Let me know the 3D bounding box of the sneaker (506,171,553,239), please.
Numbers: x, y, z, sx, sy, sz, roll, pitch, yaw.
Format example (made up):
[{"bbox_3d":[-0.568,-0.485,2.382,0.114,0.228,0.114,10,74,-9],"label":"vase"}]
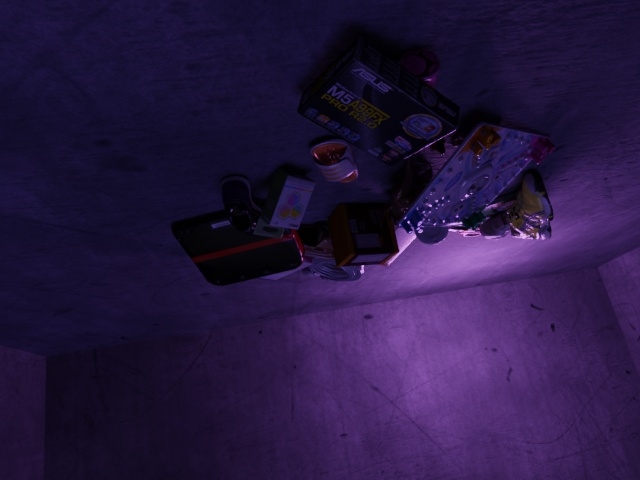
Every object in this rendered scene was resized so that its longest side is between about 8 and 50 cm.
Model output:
[{"bbox_3d":[0.776,-0.106,1.793,0.147,0.145,0.385,-11,144,19],"label":"sneaker"}]

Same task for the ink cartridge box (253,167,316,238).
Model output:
[{"bbox_3d":[-0.104,-0.093,1.387,0.108,0.062,0.209,8,111,-44],"label":"ink cartridge box"}]

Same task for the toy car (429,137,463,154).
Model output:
[{"bbox_3d":[0.352,-0.258,1.349,0.121,0.060,0.040,2,160,-34],"label":"toy car"}]

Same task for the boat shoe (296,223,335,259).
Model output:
[{"bbox_3d":[0.000,0.000,1.800,0.324,0.123,0.116,-3,155,-21],"label":"boat shoe"}]

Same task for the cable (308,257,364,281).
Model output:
[{"bbox_3d":[0.060,0.089,1.994,0.256,0.089,0.257,7,154,22],"label":"cable"}]

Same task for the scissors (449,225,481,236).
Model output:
[{"bbox_3d":[0.624,-0.039,2.161,0.296,0.021,0.109,-3,161,-24],"label":"scissors"}]

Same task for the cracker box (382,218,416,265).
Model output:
[{"bbox_3d":[0.280,-0.005,1.889,0.155,0.067,0.232,13,127,-47],"label":"cracker box"}]

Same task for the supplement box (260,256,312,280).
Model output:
[{"bbox_3d":[-0.154,0.073,1.933,0.220,0.111,0.113,-24,157,35],"label":"supplement box"}]

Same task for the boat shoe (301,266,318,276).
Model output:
[{"bbox_3d":[0.020,0.097,2.162,0.227,0.079,0.081,-15,152,-2],"label":"boat shoe"}]

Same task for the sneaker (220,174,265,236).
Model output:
[{"bbox_3d":[-0.232,-0.061,1.428,0.107,0.124,0.283,-11,150,5],"label":"sneaker"}]

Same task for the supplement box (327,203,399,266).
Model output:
[{"bbox_3d":[0.150,-0.020,1.709,0.194,0.192,0.129,-2,159,-21],"label":"supplement box"}]

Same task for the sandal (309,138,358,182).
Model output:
[{"bbox_3d":[0.057,-0.198,1.335,0.101,0.076,0.265,-17,160,16],"label":"sandal"}]

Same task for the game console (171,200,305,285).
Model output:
[{"bbox_3d":[-0.269,0.015,1.662,0.386,0.060,0.342,-14,136,7],"label":"game console"}]

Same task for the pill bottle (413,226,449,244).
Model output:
[{"bbox_3d":[0.402,-0.063,1.732,0.119,0.119,0.208,-17,-172,17],"label":"pill bottle"}]

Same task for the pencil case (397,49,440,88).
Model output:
[{"bbox_3d":[0.195,-0.322,1.054,0.098,0.095,0.209,16,159,7],"label":"pencil case"}]

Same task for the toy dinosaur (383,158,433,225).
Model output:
[{"bbox_3d":[0.275,-0.142,1.555,0.200,0.127,0.295,-10,156,20],"label":"toy dinosaur"}]

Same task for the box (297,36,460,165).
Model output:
[{"bbox_3d":[0.119,-0.274,1.009,0.269,0.060,0.216,25,155,-26],"label":"box"}]

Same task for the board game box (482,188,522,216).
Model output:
[{"bbox_3d":[0.701,-0.140,1.911,0.259,0.031,0.136,-17,162,19],"label":"board game box"}]

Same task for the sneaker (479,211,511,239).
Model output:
[{"bbox_3d":[0.792,-0.087,2.017,0.252,0.103,0.111,-22,154,13],"label":"sneaker"}]

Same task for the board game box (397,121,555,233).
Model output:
[{"bbox_3d":[0.470,-0.164,1.438,0.389,0.050,0.390,-3,140,-40],"label":"board game box"}]
